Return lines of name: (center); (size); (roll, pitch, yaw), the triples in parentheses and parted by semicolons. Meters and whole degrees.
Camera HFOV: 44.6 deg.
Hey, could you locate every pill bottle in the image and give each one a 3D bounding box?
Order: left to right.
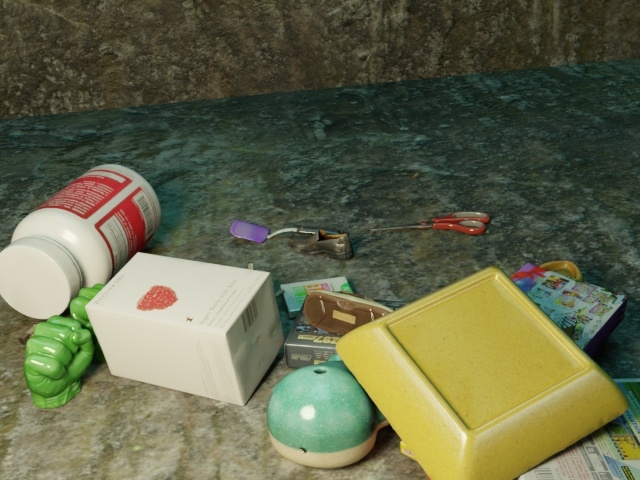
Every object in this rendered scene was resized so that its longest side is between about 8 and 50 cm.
pill bottle: (-0.539, 0.000, 1.754); (0.229, 0.229, 0.407); (3, 26, 14)

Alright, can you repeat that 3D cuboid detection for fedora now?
fedora: (0.481, 0.095, 1.575); (0.194, 0.079, 0.194); (-3, 25, 1)

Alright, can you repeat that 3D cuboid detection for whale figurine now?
whale figurine: (0.021, 0.244, 1.266); (0.216, 0.141, 0.272); (6, 25, 21)

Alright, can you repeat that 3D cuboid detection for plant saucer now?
plant saucer: (0.242, 0.181, 1.180); (0.333, 0.081, 0.333); (-23, 49, -20)

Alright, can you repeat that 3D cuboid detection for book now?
book: (-0.005, 0.122, 1.652); (0.144, 0.035, 0.096); (-8, 30, -11)

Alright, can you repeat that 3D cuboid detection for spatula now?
spatula: (-0.079, -0.020, 1.951); (0.297, 0.030, 0.084); (1, 27, 10)

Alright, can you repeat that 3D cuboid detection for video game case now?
video game case: (0.424, 0.317, 1.149); (0.300, 0.036, 0.329); (-1, 27, -2)

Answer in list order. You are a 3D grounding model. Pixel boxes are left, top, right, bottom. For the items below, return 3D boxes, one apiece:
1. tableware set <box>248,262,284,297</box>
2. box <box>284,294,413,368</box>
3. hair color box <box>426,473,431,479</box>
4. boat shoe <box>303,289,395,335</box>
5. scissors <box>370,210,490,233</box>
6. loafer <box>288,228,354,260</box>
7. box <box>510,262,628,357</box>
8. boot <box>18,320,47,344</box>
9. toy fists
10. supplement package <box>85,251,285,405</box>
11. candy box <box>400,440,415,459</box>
tableware set: (-0.184, 0.119, 1.630); (0.194, 0.039, 0.128); (-35, 38, -29)
box: (0.064, 0.179, 1.487); (0.233, 0.059, 0.183); (3, 26, 12)
hair color box: (0.177, 0.300, 1.174); (0.072, 0.043, 0.141); (-9, 31, -12)
boat shoe: (0.095, 0.144, 1.391); (0.257, 0.095, 0.095); (25, 19, 35)
scissors: (0.277, -0.044, 1.965); (0.297, 0.021, 0.109); (-1, 28, 10)
loafer: (0.000, 0.000, 1.861); (0.170, 0.061, 0.062); (7, 29, 24)
box: (0.391, 0.146, 1.379); (0.201, 0.057, 0.293); (21, 34, 34)
boot: (-0.547, 0.191, 1.574); (0.118, 0.042, 0.087); (15, 30, 34)
toy fists: (-0.447, 0.184, 1.458); (0.096, 0.142, 0.279); (7, 28, 22)
supplement package: (-0.242, 0.155, 1.426); (0.293, 0.175, 0.177); (7, 38, 23)
candy box: (0.229, 0.298, 1.251); (0.105, 0.027, 0.206); (18, 33, 37)
